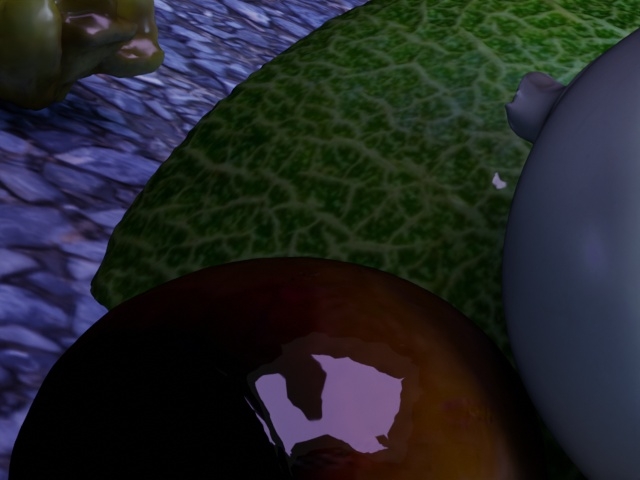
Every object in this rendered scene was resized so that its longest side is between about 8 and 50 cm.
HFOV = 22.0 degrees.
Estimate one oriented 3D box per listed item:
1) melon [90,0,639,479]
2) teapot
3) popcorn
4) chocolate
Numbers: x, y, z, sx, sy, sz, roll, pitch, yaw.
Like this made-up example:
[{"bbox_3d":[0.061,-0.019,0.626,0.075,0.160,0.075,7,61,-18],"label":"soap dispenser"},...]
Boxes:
[{"bbox_3d":[0.120,0.044,0.710,0.331,0.226,0.343,-27,41,-33],"label":"melon"},{"bbox_3d":[0.210,0.026,0.542,0.318,0.149,0.220,9,56,-7],"label":"teapot"},{"bbox_3d":[-0.208,-0.201,1.005,0.259,0.212,0.259,13,21,-5],"label":"popcorn"},{"bbox_3d":[-0.005,0.082,0.531,0.176,0.177,0.177,20,19,-7],"label":"chocolate"}]
